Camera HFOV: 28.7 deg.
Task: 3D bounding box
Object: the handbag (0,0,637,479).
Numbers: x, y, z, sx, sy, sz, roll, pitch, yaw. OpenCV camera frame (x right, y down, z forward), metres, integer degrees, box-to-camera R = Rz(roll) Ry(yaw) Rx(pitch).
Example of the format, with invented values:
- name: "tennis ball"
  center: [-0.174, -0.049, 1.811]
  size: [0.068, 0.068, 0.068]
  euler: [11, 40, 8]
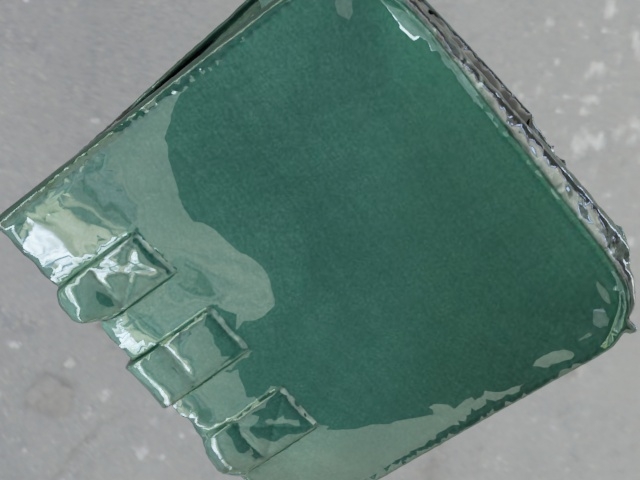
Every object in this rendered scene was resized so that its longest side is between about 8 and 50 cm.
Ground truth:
- name: "handbag"
  center: [0.002, -0.003, 0.706]
  size: [0.274, 0.100, 0.269]
  euler: [-38, 106, 23]
